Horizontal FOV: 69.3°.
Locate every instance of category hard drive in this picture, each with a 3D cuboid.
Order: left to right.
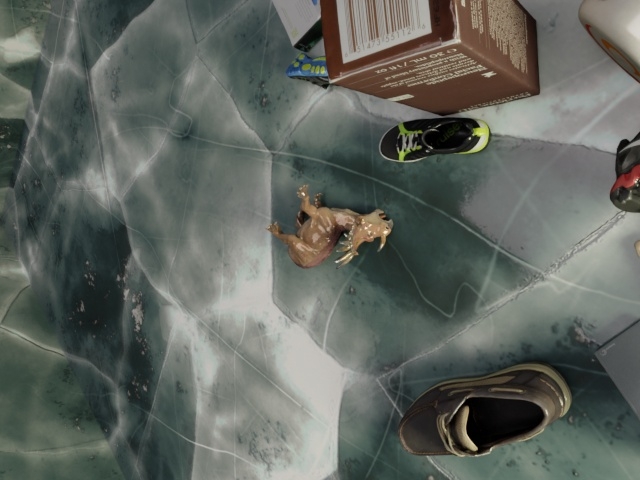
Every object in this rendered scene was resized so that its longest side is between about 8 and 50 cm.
[{"bbox_3d":[0.492,0.200,0.697,0.094,0.022,0.135,-52,27,29],"label":"hard drive"}]

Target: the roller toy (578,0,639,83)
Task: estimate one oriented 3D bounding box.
[{"bbox_3d":[0.461,-0.299,0.608,0.146,0.209,0.191,-46,61,31],"label":"roller toy"}]

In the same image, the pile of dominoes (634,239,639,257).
[{"bbox_3d":[0.573,0.038,0.604,0.196,0.040,0.251,-46,48,30],"label":"pile of dominoes"}]

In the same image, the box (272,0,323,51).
[{"bbox_3d":[0.017,-0.617,1.019,0.322,0.058,0.232,-32,75,37],"label":"box"}]

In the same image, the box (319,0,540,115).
[{"bbox_3d":[0.188,-0.294,0.707,0.191,0.381,0.143,-3,95,39],"label":"box"}]

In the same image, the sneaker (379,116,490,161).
[{"bbox_3d":[0.203,-0.201,0.883,0.234,0.097,0.084,-1,93,38],"label":"sneaker"}]

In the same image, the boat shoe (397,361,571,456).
[{"bbox_3d":[0.272,0.325,0.858,0.355,0.130,0.132,-39,70,34],"label":"boat shoe"}]

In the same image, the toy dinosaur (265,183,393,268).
[{"bbox_3d":[0.000,0.000,1.054,0.295,0.127,0.200,-43,75,39],"label":"toy dinosaur"}]

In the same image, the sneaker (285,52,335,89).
[{"bbox_3d":[-0.015,-0.379,1.056,0.188,0.078,0.067,29,82,47],"label":"sneaker"}]

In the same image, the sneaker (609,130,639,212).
[{"bbox_3d":[0.520,-0.141,0.611,0.276,0.097,0.135,-35,40,54],"label":"sneaker"}]
